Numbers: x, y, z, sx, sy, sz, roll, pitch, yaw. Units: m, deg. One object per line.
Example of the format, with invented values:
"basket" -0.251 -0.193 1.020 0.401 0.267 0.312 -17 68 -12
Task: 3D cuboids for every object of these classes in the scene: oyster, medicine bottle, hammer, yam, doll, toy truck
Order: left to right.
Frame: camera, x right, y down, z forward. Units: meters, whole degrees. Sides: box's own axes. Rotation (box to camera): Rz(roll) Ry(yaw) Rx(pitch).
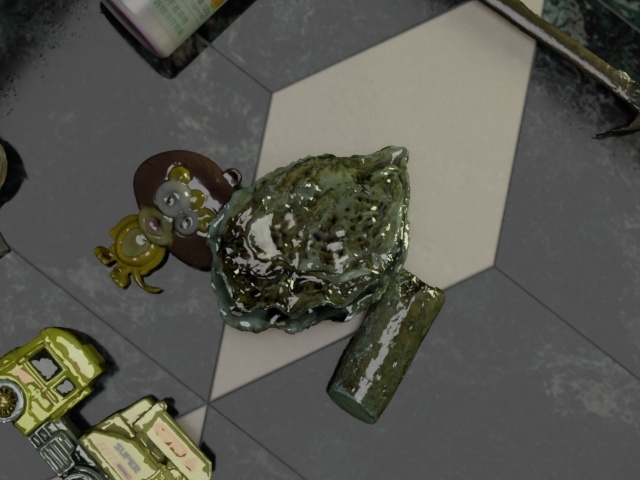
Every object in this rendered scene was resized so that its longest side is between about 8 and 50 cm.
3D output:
"toy truck" -0.247 0.215 1.666 0.157 0.124 0.272 -40 88 -4
"doll" -0.165 -0.015 1.706 0.145 0.096 0.188 32 95 8
"medicine bottle" -0.128 -0.346 1.711 0.133 0.133 0.274 45 85 2
"oyster" 0.000 0.000 1.683 0.267 0.112 0.199 -15 81 -19
"yam" 0.073 0.120 1.711 0.078 0.078 0.179 30 86 0
"hammer" 0.282 -0.236 1.770 0.297 0.027 0.125 37 81 1

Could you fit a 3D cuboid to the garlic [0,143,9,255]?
"garlic" -0.416 -0.063 1.693 0.131 0.127 0.194 -18 106 -7
